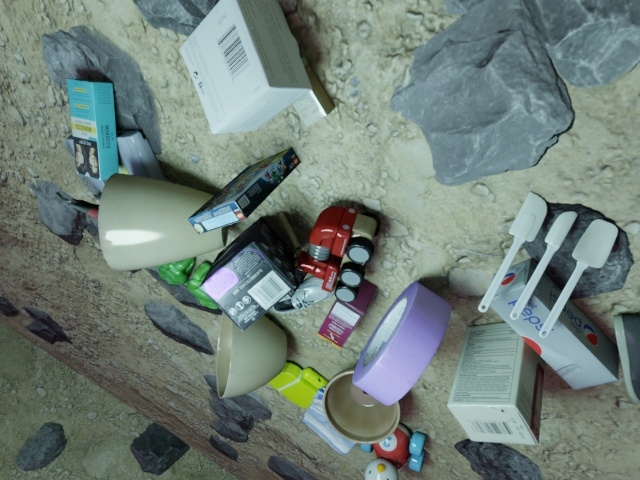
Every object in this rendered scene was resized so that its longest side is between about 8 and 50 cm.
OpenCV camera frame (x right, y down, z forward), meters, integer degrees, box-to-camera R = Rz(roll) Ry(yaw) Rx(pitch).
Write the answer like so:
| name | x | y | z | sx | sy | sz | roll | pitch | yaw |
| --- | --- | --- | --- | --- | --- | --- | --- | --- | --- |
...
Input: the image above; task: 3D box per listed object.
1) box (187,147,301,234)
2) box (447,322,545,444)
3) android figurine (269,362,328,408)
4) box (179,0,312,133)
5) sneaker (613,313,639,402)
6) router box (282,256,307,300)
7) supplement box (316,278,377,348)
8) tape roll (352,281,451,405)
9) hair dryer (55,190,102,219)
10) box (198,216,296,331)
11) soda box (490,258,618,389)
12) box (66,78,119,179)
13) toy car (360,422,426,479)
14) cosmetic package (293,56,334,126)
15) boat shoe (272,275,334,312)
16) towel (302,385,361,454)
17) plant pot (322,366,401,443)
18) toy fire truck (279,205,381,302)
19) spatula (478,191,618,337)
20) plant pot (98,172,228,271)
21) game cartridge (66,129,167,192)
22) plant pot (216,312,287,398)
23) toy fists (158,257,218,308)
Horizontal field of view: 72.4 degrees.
| name | x | y | z | sx | sy | sz | roll | pitch | yaw |
| --- | --- | --- | --- | --- | --- | --- | --- | --- | --- |
| box | -0.162 | -0.111 | 0.955 | 0.159 | 0.233 | 0.044 | -14 | 118 | 39 |
| box | 0.396 | 0.309 | 0.968 | 0.148 | 0.232 | 0.127 | -18 | 116 | 41 |
| android figurine | -0.080 | 0.523 | 1.574 | 0.273 | 0.056 | 0.248 | 38 | 137 | -6 |
| box | -0.140 | -0.318 | 0.806 | 0.182 | 0.119 | 0.181 | -22 | 89 | 42 |
| sneaker | 0.660 | 0.239 | 0.853 | 0.118 | 0.083 | 0.222 | -10 | 119 | 37 |
| router box | -0.119 | 0.116 | 1.195 | 0.179 | 0.133 | 0.046 | -23 | 113 | 42 |
| supplement box | 0.069 | 0.190 | 1.162 | 0.081 | 0.104 | 0.188 | 30 | 136 | 7 |
| tape roll | 0.183 | 0.232 | 1.005 | 0.090 | 0.275 | 0.275 | 34 | 137 | 4 |
| hair dryer | -0.621 | -0.054 | 1.312 | 0.293 | 0.223 | 0.080 | 31 | 105 | 1 |
| box | -0.165 | 0.069 | 1.060 | 0.165 | 0.270 | 0.143 | -39 | 104 | 7 |
| soda box | 0.481 | 0.176 | 0.905 | 0.286 | 0.091 | 0.098 | 44 | 136 | -8 |
| box | -0.590 | -0.288 | 1.138 | 0.100 | 0.060 | 0.244 | 16 | 113 | 24 |
| toy car | 0.212 | 0.746 | 1.451 | 0.219 | 0.238 | 0.210 | 11 | 131 | 23 |
| cosmetic package | -0.029 | -0.291 | 0.859 | 0.060 | 0.041 | 0.115 | -15 | 117 | 40 |
| boat shoe | -0.050 | 0.164 | 1.230 | 0.227 | 0.081 | 0.079 | -22 | 112 | 42 |
| towel | 0.043 | 0.628 | 1.505 | 0.209 | 0.034 | 0.285 | 36 | 139 | 15 |
| plant pot | 0.133 | 0.488 | 1.345 | 0.237 | 0.110 | 0.237 | 3 | 101 | 17 |
| toy fire truck | 0.000 | 0.000 | 1.034 | 0.246 | 0.158 | 0.217 | 18 | 135 | 4 |
| spatula | 0.411 | 0.053 | 0.806 | 0.168 | 0.019 | 0.242 | 24 | 99 | 7 |
| plant pot | -0.388 | -0.045 | 1.146 | 0.274 | 0.256 | 0.256 | 1 | 132 | -3 |
| game cartridge | -0.586 | -0.216 | 1.262 | 0.294 | 0.060 | 0.196 | 5 | 133 | 28 |
| plant pot | -0.214 | 0.350 | 1.392 | 0.191 | 0.284 | 0.284 | 5 | 140 | -20 |
| toy fists | -0.414 | 0.113 | 1.404 | 0.279 | 0.096 | 0.142 | 31 | 135 | 7 |
